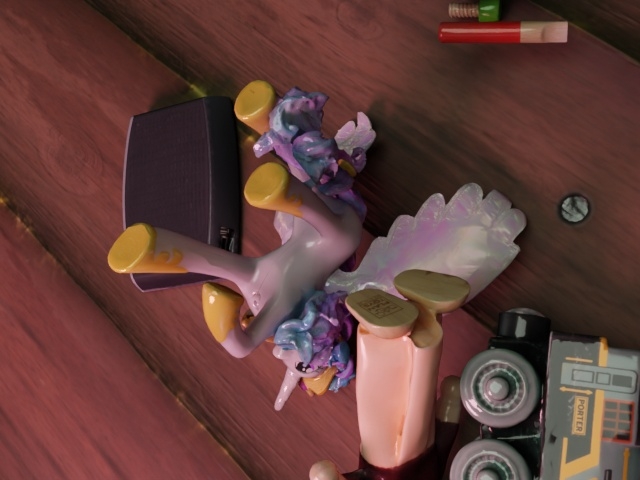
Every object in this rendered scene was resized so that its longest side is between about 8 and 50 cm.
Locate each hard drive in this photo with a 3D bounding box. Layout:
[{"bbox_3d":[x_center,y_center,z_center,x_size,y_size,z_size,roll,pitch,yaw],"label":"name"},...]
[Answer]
[{"bbox_3d":[-0.194,-0.066,1.157,0.172,0.054,0.254,-9,76,26],"label":"hard drive"}]

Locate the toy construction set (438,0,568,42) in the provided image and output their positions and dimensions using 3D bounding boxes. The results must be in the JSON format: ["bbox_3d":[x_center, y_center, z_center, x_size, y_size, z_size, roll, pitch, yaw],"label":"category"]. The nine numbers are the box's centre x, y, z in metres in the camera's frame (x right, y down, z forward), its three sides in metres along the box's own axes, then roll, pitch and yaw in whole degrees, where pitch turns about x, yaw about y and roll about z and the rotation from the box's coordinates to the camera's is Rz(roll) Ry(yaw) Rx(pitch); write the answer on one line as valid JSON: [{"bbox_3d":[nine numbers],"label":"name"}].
[{"bbox_3d":[0.252,-0.366,0.909,0.237,0.257,0.308,5,103,16],"label":"toy construction set"}]

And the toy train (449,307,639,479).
[{"bbox_3d":[0.229,0.236,0.837,0.190,0.142,0.333,4,82,19],"label":"toy train"}]

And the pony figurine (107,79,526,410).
[{"bbox_3d":[0.000,0.000,0.916,0.303,0.363,0.351,32,80,36],"label":"pony figurine"}]

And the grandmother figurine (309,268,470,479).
[{"bbox_3d":[0.078,0.208,0.859,0.104,0.208,0.342,37,136,53],"label":"grandmother figurine"}]
